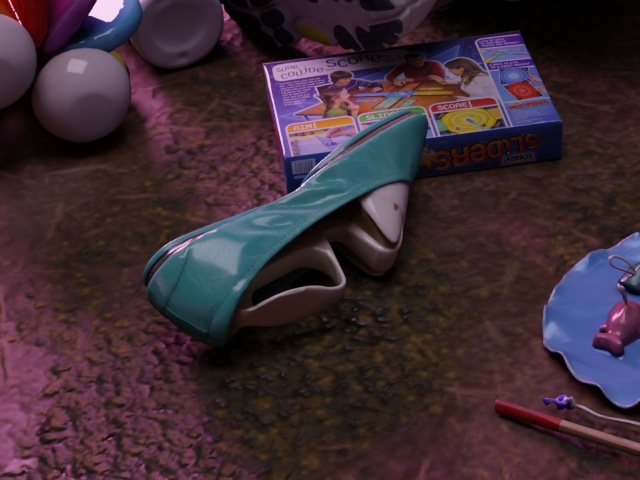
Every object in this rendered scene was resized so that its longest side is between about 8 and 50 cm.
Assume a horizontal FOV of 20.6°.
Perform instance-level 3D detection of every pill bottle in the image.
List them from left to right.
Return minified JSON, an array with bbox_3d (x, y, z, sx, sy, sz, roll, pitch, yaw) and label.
[{"bbox_3d":[-0.134,-0.204,1.430,0.078,0.078,0.137,-15,38,-14],"label":"pill bottle"}]

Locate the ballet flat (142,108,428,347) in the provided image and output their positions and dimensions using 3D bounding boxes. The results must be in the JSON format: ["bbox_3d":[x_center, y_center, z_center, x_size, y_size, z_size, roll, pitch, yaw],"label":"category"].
[{"bbox_3d":[0.000,0.000,1.152,0.247,0.083,0.087,-32,68,-31],"label":"ballet flat"}]

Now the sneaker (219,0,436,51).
[{"bbox_3d":[-0.002,-0.214,1.377,0.275,0.107,0.110,19,55,44],"label":"sneaker"}]

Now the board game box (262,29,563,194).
[{"bbox_3d":[0.065,-0.097,1.299,0.201,0.035,0.136,-8,36,-4],"label":"board game box"}]

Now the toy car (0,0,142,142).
[{"bbox_3d":[-0.213,-0.169,1.314,0.182,0.136,0.159,18,22,-33],"label":"toy car"}]

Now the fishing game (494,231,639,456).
[{"bbox_3d":[0.230,0.042,1.088,0.189,0.041,0.264,17,42,31],"label":"fishing game"}]

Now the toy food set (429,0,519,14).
[{"bbox_3d":[0.220,-0.275,1.363,0.220,0.092,0.306,-32,4,-32],"label":"toy food set"}]
